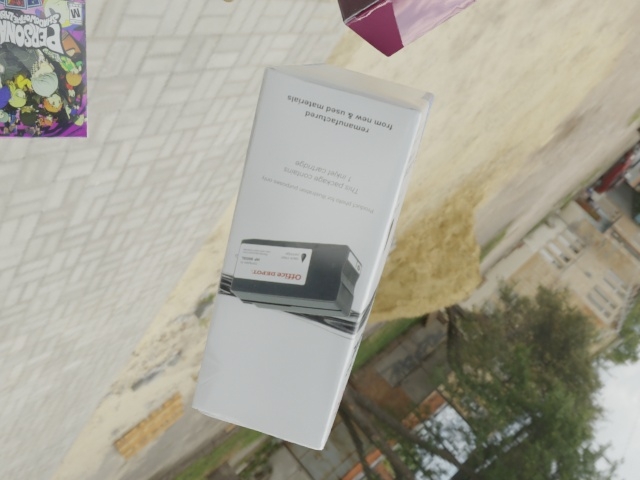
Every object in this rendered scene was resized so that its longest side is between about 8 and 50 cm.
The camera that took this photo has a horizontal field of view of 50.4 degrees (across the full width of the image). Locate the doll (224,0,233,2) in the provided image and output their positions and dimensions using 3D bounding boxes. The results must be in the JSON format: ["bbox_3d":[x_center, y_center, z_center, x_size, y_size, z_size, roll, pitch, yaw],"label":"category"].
[{"bbox_3d":[0.009,-0.207,0.380,0.189,0.046,0.129,-41,177,-18],"label":"doll"}]

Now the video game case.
[{"bbox_3d":[-0.439,-0.246,0.937,0.232,0.042,0.210,-8,106,-43],"label":"video game case"}]

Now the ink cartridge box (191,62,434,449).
[{"bbox_3d":[0.000,0.000,0.827,0.285,0.166,0.394,-53,159,-70],"label":"ink cartridge box"}]

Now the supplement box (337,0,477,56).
[{"bbox_3d":[0.063,-0.288,0.647,0.104,0.188,0.081,-26,155,29],"label":"supplement box"}]
